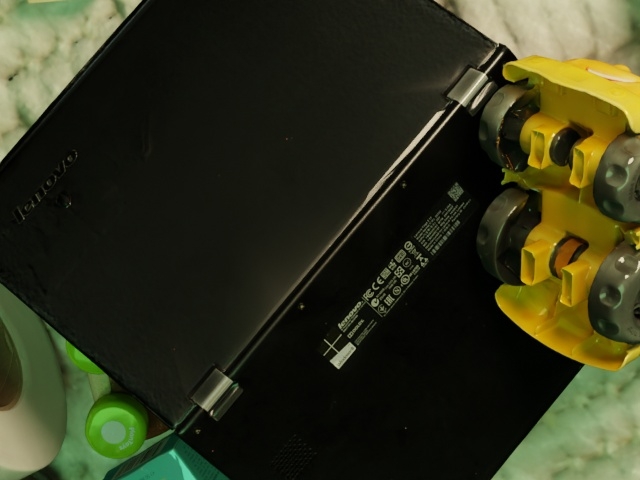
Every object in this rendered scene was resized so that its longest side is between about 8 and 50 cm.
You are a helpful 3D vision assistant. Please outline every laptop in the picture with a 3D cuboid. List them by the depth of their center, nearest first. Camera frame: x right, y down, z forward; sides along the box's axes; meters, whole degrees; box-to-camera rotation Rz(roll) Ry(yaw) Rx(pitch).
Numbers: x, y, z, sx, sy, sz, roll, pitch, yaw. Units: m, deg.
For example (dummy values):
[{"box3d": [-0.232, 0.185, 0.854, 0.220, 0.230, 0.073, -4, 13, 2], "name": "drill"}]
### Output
[{"box3d": [0.000, 0.000, 1.507, 0.382, 0.236, 0.408, -50, 122, -6], "name": "laptop"}]

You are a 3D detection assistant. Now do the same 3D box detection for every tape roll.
[{"box3d": [-0.353, 0.119, 1.582, 0.169, 0.246, 0.246, -29, 100, 18], "name": "tape roll"}]

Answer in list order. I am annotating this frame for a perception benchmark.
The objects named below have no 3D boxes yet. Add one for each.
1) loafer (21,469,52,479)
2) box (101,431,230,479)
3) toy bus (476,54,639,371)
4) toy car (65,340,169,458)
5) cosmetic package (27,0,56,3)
[{"box3d": [-0.294, 0.371, 1.713, 0.134, 0.130, 0.366, 3, 108, 10], "name": "loafer"}, {"box3d": [-0.093, 0.293, 1.685, 0.100, 0.060, 0.244, -32, 99, 19], "name": "box"}, {"box3d": [0.239, -0.044, 1.394, 0.149, 0.211, 0.220, 31, 135, 45], "name": "toy bus"}, {"box3d": [-0.103, 0.089, 1.580, 0.188, 0.155, 0.149, -9, 106, 4], "name": "toy car"}, {"box3d": [-0.216, -0.255, 1.541, 0.060, 0.041, 0.115, -4, 107, 12], "name": "cosmetic package"}]
